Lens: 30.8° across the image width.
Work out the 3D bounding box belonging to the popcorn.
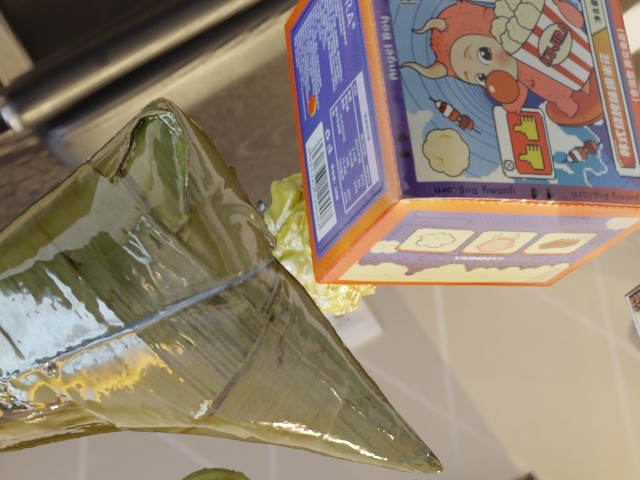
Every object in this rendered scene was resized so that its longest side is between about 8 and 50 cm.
[{"bbox_3d":[0.001,0.000,1.498,0.170,0.189,0.218,2,172,-7],"label":"popcorn"}]

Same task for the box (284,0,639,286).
[{"bbox_3d":[0.158,-0.149,1.303,0.319,0.348,0.257,2,158,-20],"label":"box"}]

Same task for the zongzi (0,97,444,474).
[{"bbox_3d":[-0.127,0.124,0.902,0.323,0.360,0.160,-40,177,5],"label":"zongzi"}]

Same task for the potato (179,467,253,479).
[{"bbox_3d":[-0.154,0.436,1.618,0.216,0.215,0.304,-20,164,-26],"label":"potato"}]

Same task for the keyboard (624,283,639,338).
[{"bbox_3d":[0.493,0.132,1.704,0.055,0.017,0.166,-34,117,-14],"label":"keyboard"}]
